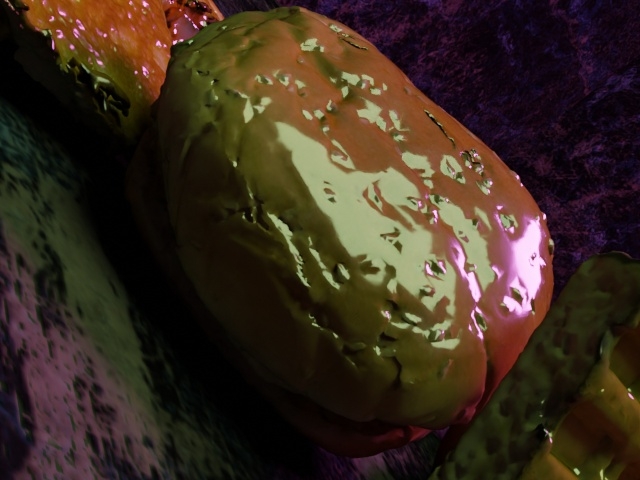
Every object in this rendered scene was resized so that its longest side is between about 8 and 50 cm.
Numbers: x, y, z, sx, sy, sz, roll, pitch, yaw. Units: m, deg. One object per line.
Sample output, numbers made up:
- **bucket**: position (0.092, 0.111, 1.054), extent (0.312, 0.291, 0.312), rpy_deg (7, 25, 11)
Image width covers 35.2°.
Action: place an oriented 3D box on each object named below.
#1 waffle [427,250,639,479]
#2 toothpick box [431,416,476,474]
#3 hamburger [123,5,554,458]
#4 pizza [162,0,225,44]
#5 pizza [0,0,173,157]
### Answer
- **waffle**: position (0.154, 0.159, 0.576), extent (0.221, 0.248, 0.055), rpy_deg (44, -11, -36)
- **toothpick box**: position (0.194, 0.178, 0.808), extent (0.192, 0.192, 0.294), rpy_deg (55, 16, 15)
- **hamburger**: position (0.016, -0.016, 0.623), extent (0.283, 0.144, 0.259), rpy_deg (42, 44, 2)
- **pizza**: position (-0.173, -0.244, 0.914), extent (0.289, 0.081, 0.229), rpy_deg (49, 9, -36)
- **pizza**: position (-0.163, -0.141, 0.641), extent (0.297, 0.071, 0.189), rpy_deg (-33, 104, -80)
